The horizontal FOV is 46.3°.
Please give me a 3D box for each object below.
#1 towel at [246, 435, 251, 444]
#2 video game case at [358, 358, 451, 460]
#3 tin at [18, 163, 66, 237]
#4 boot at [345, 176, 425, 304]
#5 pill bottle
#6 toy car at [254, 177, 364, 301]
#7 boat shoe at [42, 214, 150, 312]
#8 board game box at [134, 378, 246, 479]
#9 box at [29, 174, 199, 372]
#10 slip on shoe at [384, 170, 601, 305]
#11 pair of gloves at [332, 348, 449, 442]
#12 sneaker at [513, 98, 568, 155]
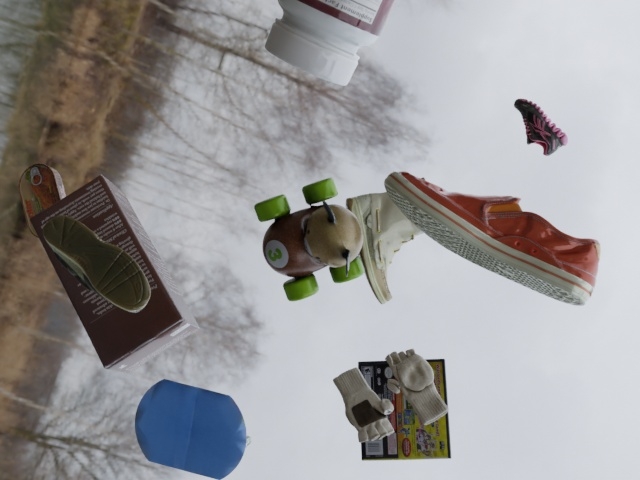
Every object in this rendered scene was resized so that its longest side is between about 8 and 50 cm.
[{"bbox_3d":[-0.225,0.462,1.764,0.152,0.113,0.023,19,95,-83],"label":"towel"},{"bbox_3d":[0.234,0.476,2.108,0.035,0.248,0.275,67,21,-75],"label":"video game case"},{"bbox_3d":[-0.664,-0.093,1.803,0.040,0.106,0.190,33,38,-74],"label":"tin"},{"bbox_3d":[0.149,0.002,1.387,0.077,0.165,0.213,-116,-170,-77],"label":"boot"},{"bbox_3d":[0.051,-0.523,1.473,0.392,0.224,0.224,-64,-163,18],"label":"pill bottle"},{"bbox_3d":[0.000,0.000,1.051,0.188,0.148,0.155,-172,-118,-77],"label":"toy car"},{"bbox_3d":[-0.372,0.045,1.259,0.080,0.223,0.073,-47,168,-27],"label":"boat shoe"},{"bbox_3d":[-0.184,0.268,1.088,0.033,0.168,0.133,-47,149,-75],"label":"board game box"},{"bbox_3d":[-0.441,0.072,1.610,0.191,0.381,0.143,-31,162,-1],"label":"box"},{"bbox_3d":[0.245,-0.021,1.074,0.101,0.331,0.123,-62,170,-9],"label":"slip on shoe"},{"bbox_3d":[0.169,0.371,1.823,0.042,0.240,0.204,76,-7,-53],"label":"pair of gloves"},{"bbox_3d":[0.380,-0.198,1.323,0.057,0.119,0.047,-44,176,4],"label":"sneaker"}]
